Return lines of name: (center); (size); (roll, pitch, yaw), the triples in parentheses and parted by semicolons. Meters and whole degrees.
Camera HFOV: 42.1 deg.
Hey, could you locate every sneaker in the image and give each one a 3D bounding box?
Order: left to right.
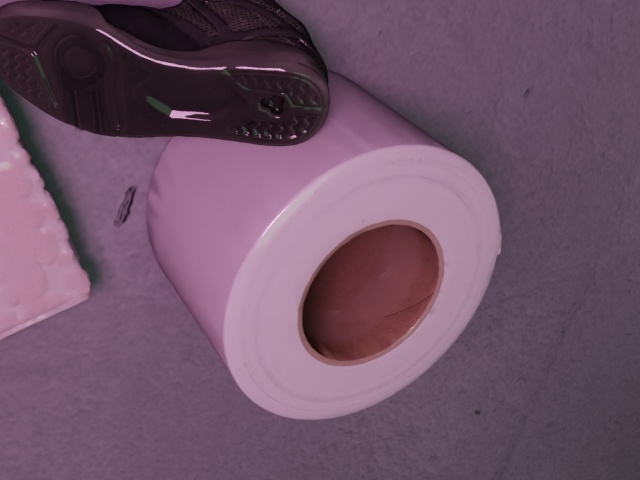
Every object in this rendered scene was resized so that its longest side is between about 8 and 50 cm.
sneaker: (-0.107, -0.134, 0.588); (0.227, 0.130, 0.087); (5, 126, -5)

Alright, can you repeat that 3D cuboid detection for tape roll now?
tape roll: (0.000, 0.000, 0.682); (0.246, 0.169, 0.246); (-17, 128, -23)

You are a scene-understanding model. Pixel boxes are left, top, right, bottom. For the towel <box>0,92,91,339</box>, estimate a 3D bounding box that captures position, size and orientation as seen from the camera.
towel: (-0.344, -0.023, 0.517); (0.317, 0.053, 0.332); (-26, 131, -18)
